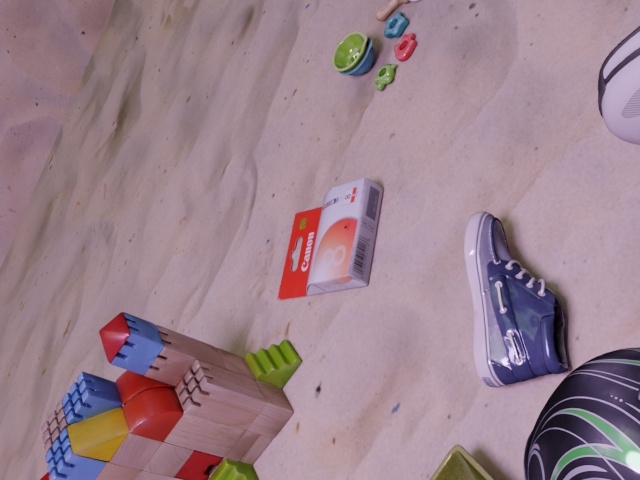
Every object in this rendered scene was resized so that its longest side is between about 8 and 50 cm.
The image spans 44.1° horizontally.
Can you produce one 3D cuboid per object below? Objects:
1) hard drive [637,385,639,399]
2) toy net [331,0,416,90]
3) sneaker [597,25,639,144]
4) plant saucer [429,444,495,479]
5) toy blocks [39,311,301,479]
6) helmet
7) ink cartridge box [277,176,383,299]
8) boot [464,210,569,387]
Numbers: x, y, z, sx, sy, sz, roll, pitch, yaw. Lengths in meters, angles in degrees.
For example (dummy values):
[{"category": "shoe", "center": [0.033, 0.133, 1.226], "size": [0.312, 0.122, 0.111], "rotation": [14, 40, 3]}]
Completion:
[{"category": "hard drive", "center": [0.280, -0.024, 0.498], "size": [0.054, 0.172, 0.255], "rotation": [24, 127, 19]}, {"category": "toy net", "center": [0.110, -0.337, 1.165], "size": [0.232, 0.045, 0.122], "rotation": [-60, 36, 3]}, {"category": "sneaker", "center": [0.390, -0.060, 0.553], "size": [0.447, 0.169, 0.258], "rotation": [-1, 65, 47]}, {"category": "plant saucer", "center": [0.139, 0.319, 0.716], "size": [0.188, 0.045, 0.188], "rotation": [-57, 36, 6]}, {"category": "toy blocks", "center": [-0.227, 0.261, 1.008], "size": [0.381, 0.260, 0.191], "rotation": [-54, 37, 12]}, {"category": "helmet", "center": [0.246, 0.162, 0.582], "size": [0.161, 0.169, 0.170], "rotation": [126, 149, -49]}, {"category": "ink cartridge box", "center": [0.000, 0.000, 1.086], "size": [0.179, 0.045, 0.146], "rotation": [-12, 59, 43]}, {"category": "boot", "center": [0.202, 0.051, 0.804], "size": [0.086, 0.069, 0.190], "rotation": [-18, 63, 35]}]
